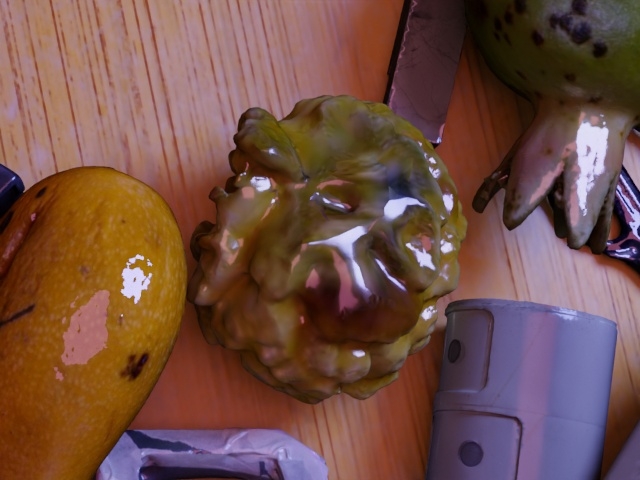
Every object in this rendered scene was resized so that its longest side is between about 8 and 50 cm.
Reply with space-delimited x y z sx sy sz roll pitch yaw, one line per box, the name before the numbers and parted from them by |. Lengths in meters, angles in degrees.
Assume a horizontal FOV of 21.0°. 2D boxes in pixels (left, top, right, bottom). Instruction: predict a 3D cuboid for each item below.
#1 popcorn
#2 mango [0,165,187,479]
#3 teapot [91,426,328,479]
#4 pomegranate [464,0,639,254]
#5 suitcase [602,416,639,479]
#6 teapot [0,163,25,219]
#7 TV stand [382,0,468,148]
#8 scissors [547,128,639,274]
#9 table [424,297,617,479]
popcorn | 0.000 0.002 1.205 0.189 0.169 0.218 19 67 -13
mango | -0.191 0.087 1.151 0.120 0.177 0.294 32 79 -47
teapot | -0.058 0.240 1.182 0.178 0.221 0.163 -9 122 -21
pomegranate | 0.206 -0.146 1.259 0.231 0.231 0.285 8 107 -9
suitcase | 0.333 0.224 1.201 0.339 0.194 0.351 48 67 -33
teapot | -0.279 -0.016 1.200 0.096 0.087 0.177 38 75 12
TV stand | 0.093 -0.197 1.318 0.049 0.040 0.256 15 78 -9
scissors | 0.278 0.041 1.323 0.109 0.022 0.300 -30 88 -10
table | 0.137 0.159 1.224 0.126 0.126 0.220 9 80 -9
